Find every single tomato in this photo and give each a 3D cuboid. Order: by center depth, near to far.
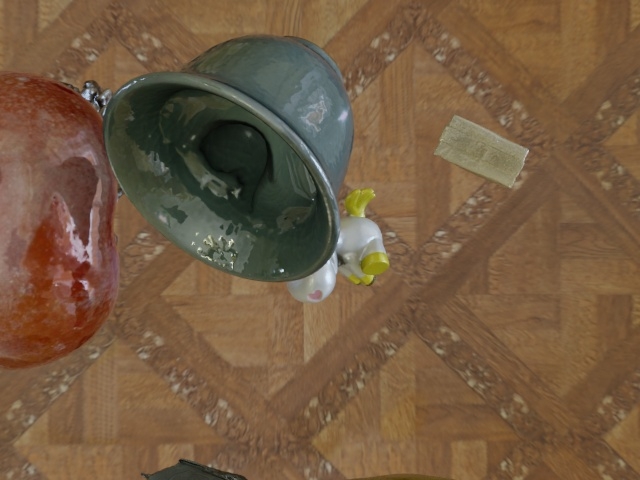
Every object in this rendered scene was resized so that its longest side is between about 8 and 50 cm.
[{"bbox_3d":[-0.298,-0.017,0.836,0.227,0.270,0.270,-4,90,-23],"label":"tomato"}]

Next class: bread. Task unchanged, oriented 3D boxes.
[{"bbox_3d":[0.254,-0.150,1.526,0.152,0.105,0.077,25,99,-11],"label":"bread"}]

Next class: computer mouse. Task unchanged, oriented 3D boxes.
[{"bbox_3d":[-0.191,0.420,1.473,0.231,0.126,0.071,12,112,19],"label":"computer mouse"}]

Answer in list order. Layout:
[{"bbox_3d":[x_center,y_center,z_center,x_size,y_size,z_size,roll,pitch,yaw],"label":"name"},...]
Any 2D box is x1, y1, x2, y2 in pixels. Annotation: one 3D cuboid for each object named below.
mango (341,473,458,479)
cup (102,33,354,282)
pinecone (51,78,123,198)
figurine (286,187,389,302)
[{"bbox_3d":[0.088,0.291,0.831,0.331,0.142,0.195,3,127,35],"label":"mango"},{"bbox_3d":[-0.047,-0.087,0.732,0.199,0.199,0.150,32,53,0],"label":"cup"},{"bbox_3d":[-0.342,-0.129,1.253,0.204,0.179,0.184,35,85,33],"label":"pinecone"},{"bbox_3d":[-0.001,0.008,1.164,0.178,0.109,0.129,-14,106,-31],"label":"figurine"}]
